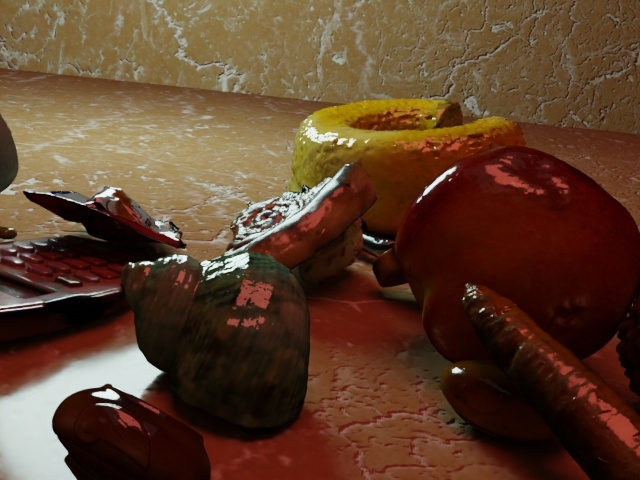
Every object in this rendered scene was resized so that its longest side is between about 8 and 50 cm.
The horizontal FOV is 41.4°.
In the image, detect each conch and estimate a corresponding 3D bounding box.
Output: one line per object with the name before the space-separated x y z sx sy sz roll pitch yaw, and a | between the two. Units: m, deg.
conch | -0.091 0.078 0.763 0.188 0.122 0.176 10 41 25

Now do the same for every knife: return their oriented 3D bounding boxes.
knife | -0.478 -0.024 1.083 0.256 0.022 0.046 8 17 35

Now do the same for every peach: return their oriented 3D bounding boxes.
peach | 0.198 0.017 0.853 0.243 0.243 0.199 4 12 -6

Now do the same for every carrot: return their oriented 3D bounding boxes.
carrot | 0.200 0.130 0.650 0.066 0.066 0.314 -3 36 -27

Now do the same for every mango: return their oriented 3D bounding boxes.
mango | 0.163 0.139 0.741 0.127 0.063 0.077 9 23 25

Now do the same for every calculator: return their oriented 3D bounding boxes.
calculator | -0.308 0.043 0.938 0.220 0.048 0.329 13 16 28

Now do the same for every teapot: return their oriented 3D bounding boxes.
teapot | -0.131 0.154 0.586 0.129 0.078 0.098 25 -19 13

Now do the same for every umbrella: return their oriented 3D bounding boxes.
umbrella | 0.021 -0.025 1.235 0.071 0.071 0.248 -6 22 -34

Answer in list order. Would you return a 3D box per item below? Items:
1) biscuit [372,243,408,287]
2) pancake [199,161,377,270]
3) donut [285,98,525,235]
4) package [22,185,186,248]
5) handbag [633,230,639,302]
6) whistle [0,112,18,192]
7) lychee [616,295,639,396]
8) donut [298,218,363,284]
biscuit | 0.184 0.009 1.049 0.212 0.041 0.238 -33 -31 30
pancake | -0.039 -0.019 1.036 0.212 0.056 0.257 -14 27 22
donut | 0.131 -0.139 1.440 0.377 0.163 0.435 -7 22 -18
package | -0.266 -0.027 1.084 0.194 0.071 0.269 11 7 -11
handbag | 0.442 -0.032 1.035 0.084 0.276 0.260 11 19 14
whistle | -0.549 -0.102 1.022 0.404 0.188 0.168 9 39 23
lychee | 0.383 0.099 0.734 0.238 0.200 0.200 -4 12 22
donut | 0.005 -0.001 1.117 0.108 0.065 0.166 -22 20 -8
